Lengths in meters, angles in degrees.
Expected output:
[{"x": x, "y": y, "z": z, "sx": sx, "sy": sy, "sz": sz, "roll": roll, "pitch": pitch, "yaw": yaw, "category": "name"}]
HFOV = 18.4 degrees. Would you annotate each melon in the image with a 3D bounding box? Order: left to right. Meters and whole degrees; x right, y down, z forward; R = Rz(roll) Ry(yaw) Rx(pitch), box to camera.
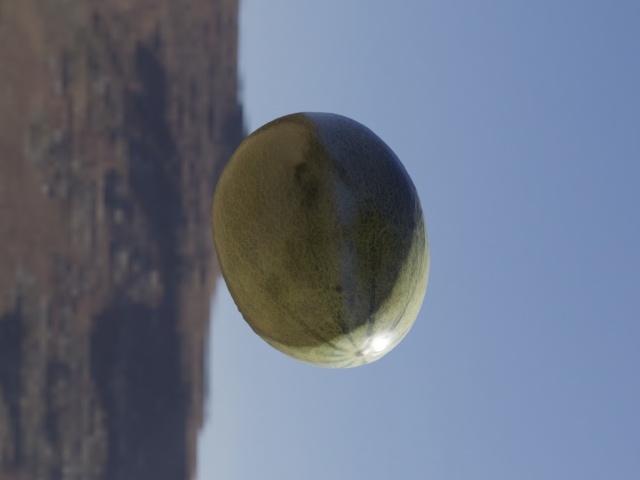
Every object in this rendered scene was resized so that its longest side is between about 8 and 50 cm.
[{"x": 0.000, "y": 0.000, "z": 0.891, "sx": 0.098, "sy": 0.098, "sz": 0.130, "roll": 98, "pitch": -16, "yaw": -47, "category": "melon"}]
